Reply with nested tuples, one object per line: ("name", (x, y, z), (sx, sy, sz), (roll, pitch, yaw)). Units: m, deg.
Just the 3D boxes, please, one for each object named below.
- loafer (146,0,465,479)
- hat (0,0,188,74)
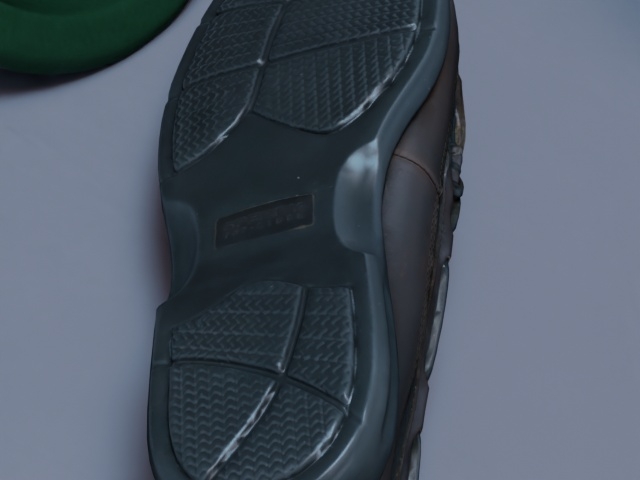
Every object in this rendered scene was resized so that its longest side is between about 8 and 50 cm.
("loafer", (0.000, 0.000, 0.640), (0.096, 0.084, 0.267), (-8, 46, 18))
("hat", (-0.155, -0.162, 0.739), (0.173, 0.183, 0.209), (-15, 101, -41))
